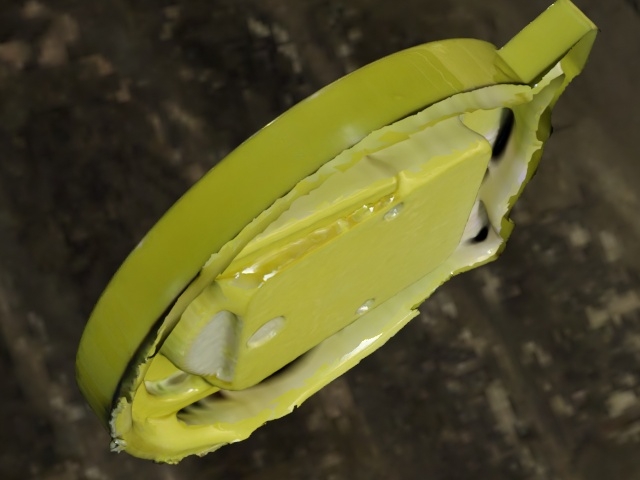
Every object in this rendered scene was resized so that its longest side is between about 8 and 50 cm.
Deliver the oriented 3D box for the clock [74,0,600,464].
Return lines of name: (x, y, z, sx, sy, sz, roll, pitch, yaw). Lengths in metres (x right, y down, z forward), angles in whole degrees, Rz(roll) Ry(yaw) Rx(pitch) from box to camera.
clock: (-0.004, -0.002, 0.921, 0.071, 0.293, 0.277, 49, 149, 19)
